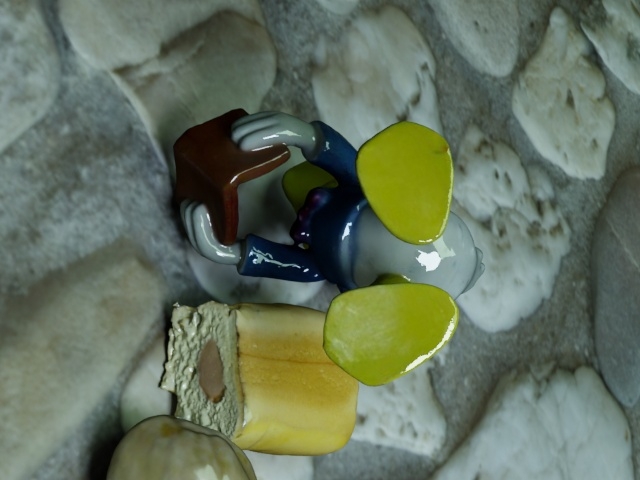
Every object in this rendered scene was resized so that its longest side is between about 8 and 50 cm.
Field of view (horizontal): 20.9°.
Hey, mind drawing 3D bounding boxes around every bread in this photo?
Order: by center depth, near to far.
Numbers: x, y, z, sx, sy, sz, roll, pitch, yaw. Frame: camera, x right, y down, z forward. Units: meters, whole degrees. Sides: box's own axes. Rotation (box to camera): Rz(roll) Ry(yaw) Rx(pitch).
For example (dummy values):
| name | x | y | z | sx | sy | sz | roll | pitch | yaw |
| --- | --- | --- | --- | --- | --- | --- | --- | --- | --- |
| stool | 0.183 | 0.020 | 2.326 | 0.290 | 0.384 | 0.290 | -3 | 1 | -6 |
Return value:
| name | x | y | z | sx | sy | sz | roll | pitch | yaw |
| --- | --- | --- | --- | --- | --- | --- | --- | --- | --- |
| bread | -0.048 | 0.120 | 1.485 | 0.173 | 0.085 | 0.134 | 14 | 64 | -46 |

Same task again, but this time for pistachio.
| name | x | y | z | sx | sy | sz | roll | pitch | yaw |
| --- | --- | --- | --- | --- | --- | --- | --- | --- | --- |
| pistachio | -0.103 | 0.223 | 1.375 | 0.126 | 0.108 | 0.185 | -26 | 107 | -24 |

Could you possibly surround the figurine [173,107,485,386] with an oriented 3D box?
| name | x | y | z | sx | sy | sz | roll | pitch | yaw |
| --- | --- | --- | --- | --- | --- | --- | --- | --- | --- |
| figurine | 0.000 | 0.000 | 1.504 | 0.338 | 0.284 | 0.204 | 51 | 61 | -82 |
